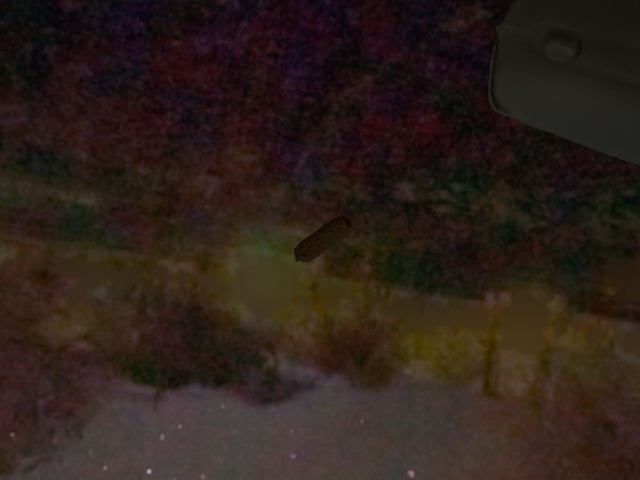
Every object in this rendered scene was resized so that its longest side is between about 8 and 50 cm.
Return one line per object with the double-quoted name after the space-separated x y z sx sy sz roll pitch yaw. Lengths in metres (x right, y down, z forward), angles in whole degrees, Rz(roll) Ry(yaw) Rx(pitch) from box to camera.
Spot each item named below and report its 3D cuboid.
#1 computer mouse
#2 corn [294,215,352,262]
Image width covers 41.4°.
0.238 -0.120 0.623 0.231 0.128 0.079 20 -175 8 "computer mouse"
0.000 0.000 0.983 0.083 0.027 0.028 -37 155 24 "corn"
